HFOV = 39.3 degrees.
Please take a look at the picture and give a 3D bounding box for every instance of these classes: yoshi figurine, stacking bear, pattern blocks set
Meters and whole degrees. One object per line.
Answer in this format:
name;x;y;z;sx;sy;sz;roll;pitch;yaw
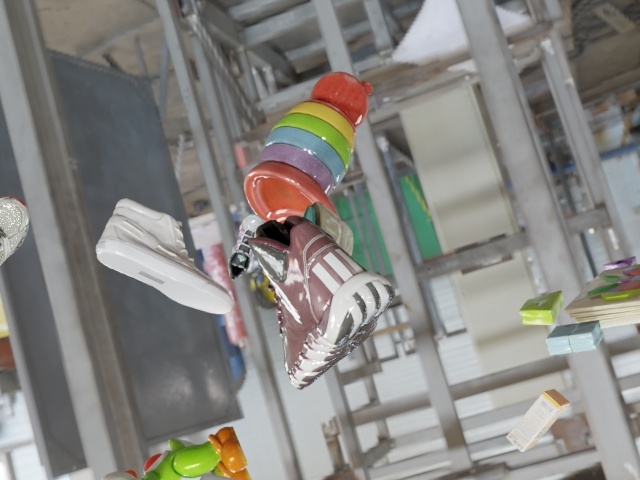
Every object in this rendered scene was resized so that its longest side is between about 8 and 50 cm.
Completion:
yoshi figurine;-0.304;0.505;1.710;0.362;0.203;0.203;-19;177;-12
stacking bear;-0.004;-0.180;1.605;0.175;0.289;0.164;9;148;33
pattern blocks set;0.357;0.051;0.966;0.285;0.026;0.325;-14;-174;19

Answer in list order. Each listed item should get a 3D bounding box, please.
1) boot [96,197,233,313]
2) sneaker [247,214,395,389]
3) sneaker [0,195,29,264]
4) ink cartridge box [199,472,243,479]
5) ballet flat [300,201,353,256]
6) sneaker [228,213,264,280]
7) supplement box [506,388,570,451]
boot;-0.248;0.023;1.537;0.258;0.123;0.095;31;148;-26
sneaker;-0.017;0.056;0.999;0.106;0.162;0.281;-35;167;-26
sneaker;-0.545;0.029;1.436;0.225;0.088;0.093;-54;-156;-3
ink cartridge box;-0.022;0.492;1.279;0.385;0.091;0.308;9;-156;2
ballet flat;0.000;0.000;1.120;0.086;0.086;0.248;-14;-177;-13
sneaker;-0.108;0.015;1.288;0.038;0.098;0.069;17;-151;-2
supplement box;0.345;0.285;1.419;0.098;0.036;0.062;-55;154;16
